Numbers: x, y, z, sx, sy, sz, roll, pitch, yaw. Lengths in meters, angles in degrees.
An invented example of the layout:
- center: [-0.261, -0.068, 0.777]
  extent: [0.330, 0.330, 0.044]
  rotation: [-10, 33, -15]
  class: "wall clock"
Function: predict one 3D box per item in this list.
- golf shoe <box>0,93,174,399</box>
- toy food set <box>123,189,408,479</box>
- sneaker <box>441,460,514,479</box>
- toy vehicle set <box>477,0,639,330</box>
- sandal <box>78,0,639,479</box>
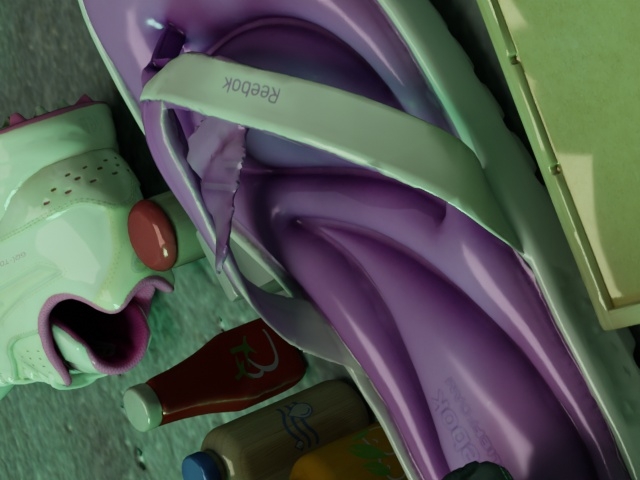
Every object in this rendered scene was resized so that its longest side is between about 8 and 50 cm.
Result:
- center: [-0.175, 0.047, 1.120]
  extent: [0.140, 0.115, 0.306]
  rotation: [55, 146, 15]
  class: "golf shoe"
- center: [-0.047, 0.044, 0.933]
  extent: [0.232, 0.104, 0.111]
  rotation: [63, 147, 10]
  class: "toy food set"
- center: [0.147, 0.194, 0.719]
  extent: [0.283, 0.122, 0.110]
  rotation: [56, 176, 3]
  class: "sneaker"
- center: [0.161, -0.070, 0.629]
  extent: [0.267, 0.035, 0.166]
  rotation: [-19, 91, 57]
  class: "toy vehicle set"
- center: [0.007, -0.010, 0.799]
  extent: [0.416, 0.102, 0.169]
  rotation: [51, 130, 18]
  class: "sandal"
